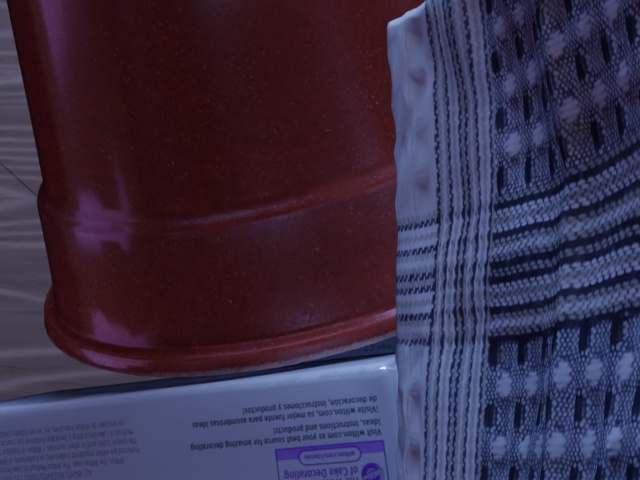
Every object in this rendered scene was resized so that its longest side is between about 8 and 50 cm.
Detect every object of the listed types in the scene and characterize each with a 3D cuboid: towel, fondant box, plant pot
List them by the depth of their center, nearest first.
[{"bbox_3d":[0.067,0.018,0.395,0.312,0.056,0.324,148,126,-79],"label":"towel"},{"bbox_3d":[-0.037,0.226,0.760,0.096,0.238,0.330,-3,-95,-65],"label":"fondant box"},{"bbox_3d":[-0.038,-0.114,0.789,0.272,0.272,0.265,-86,-17,-69],"label":"plant pot"}]

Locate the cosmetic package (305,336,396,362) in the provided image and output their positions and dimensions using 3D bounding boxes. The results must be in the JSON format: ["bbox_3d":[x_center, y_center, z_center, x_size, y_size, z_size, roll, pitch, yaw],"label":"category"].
[{"bbox_3d":[0.019,0.184,0.938,0.197,0.155,0.365,-155,65,-70],"label":"cosmetic package"}]
